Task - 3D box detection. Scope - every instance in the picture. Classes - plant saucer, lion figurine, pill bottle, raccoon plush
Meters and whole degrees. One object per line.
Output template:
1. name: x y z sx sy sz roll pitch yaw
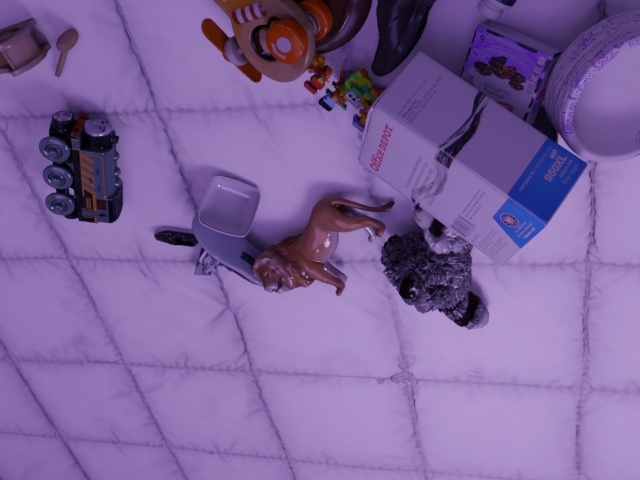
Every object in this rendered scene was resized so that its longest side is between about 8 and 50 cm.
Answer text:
1. plant saucer: -0.048 -0.514 1.501 0.310 0.050 0.311 8 133 9
2. lion figurine: 0.000 0.000 1.892 0.240 0.142 0.392 32 113 -2
3. pill bottle: 0.353 -0.484 1.392 0.067 0.067 0.120 27 133 -8
4. raccoon plush: 0.360 0.029 1.820 0.299 0.216 0.446 -41 140 24

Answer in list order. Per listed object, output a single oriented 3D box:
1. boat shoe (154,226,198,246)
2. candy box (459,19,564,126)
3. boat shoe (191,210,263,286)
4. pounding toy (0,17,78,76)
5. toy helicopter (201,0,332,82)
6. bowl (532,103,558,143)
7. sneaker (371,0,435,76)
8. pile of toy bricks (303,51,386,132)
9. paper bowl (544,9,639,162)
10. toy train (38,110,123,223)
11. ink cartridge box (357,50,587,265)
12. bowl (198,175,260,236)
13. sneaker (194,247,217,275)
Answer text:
1. boat shoe: -0.408 -0.007 2.058 0.142 0.040 0.049 2 131 15
2. candy box: 0.369 -0.318 1.475 0.165 0.070 0.196 32 129 24
3. boat shoe: -0.240 0.028 1.996 0.306 0.113 0.105 35 158 -30
4. pounding toy: -0.700 -0.414 1.711 0.269 0.154 0.155 -9 127 24
5. toy helicopter: -0.166 -0.462 1.489 0.355 0.140 0.235 42 138 -7
6. bowl: 0.439 -0.230 1.564 0.170 0.080 0.170 15 116 33
7. sneaker: 0.158 -0.464 1.460 0.130 0.109 0.286 30 126 3
8. pile of toy bricks: 0.068 -0.331 1.572 0.212 0.118 0.105 36 131 -28
9. paper bowl: 0.570 -0.302 1.398 0.284 0.148 0.284 -7 132 -8
10. toy train: -0.616 -0.186 1.910 0.190 0.142 0.334 7 131 -6
11. ink cartridge box: 0.289 -0.158 1.489 0.395 0.166 0.285 36 164 7
12. bowl: -0.237 -0.085 1.891 0.142 0.142 0.053 19 171 -7
13. sneaker: -0.320 0.055 2.088 0.058 0.052 0.135 15 141 -10
